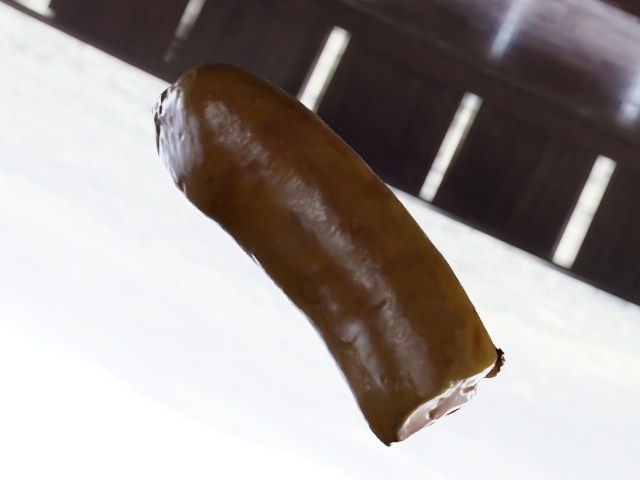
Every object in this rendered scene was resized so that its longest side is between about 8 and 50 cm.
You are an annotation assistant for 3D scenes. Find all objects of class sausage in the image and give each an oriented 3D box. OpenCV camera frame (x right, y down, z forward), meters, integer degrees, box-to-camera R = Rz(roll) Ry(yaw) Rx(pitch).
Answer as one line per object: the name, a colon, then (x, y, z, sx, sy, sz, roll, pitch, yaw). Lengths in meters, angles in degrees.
sausage: (0.001, -0.001, 1.060, 0.270, 0.109, 0.109, 49, 179, 11)
